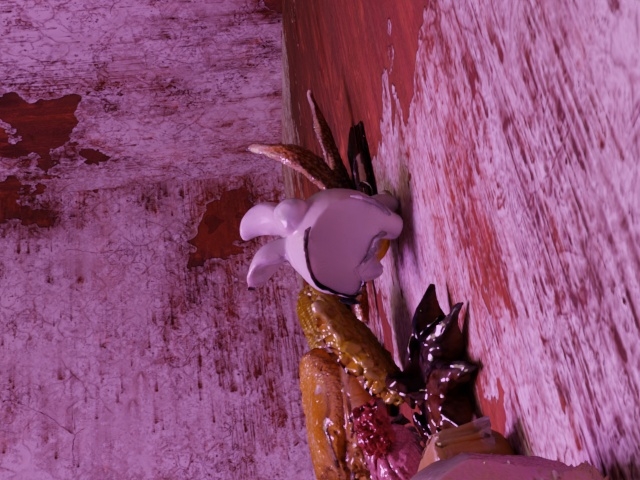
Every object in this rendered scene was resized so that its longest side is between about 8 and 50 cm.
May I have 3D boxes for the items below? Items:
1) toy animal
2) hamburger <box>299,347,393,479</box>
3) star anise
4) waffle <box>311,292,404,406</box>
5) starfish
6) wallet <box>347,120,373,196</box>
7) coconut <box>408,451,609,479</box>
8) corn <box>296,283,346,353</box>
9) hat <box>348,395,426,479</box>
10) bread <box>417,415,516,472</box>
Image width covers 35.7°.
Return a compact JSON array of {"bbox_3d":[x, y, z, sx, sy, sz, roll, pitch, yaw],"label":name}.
[{"bbox_3d":[0.006,0.003,1.677,0.310,0.247,0.183,-169,81,-76],"label":"toy animal"},{"bbox_3d":[0.057,0.363,1.985,0.290,0.170,0.314,87,173,-48],"label":"hamburger"},{"bbox_3d":[0.143,0.192,1.347,0.272,0.102,0.272,175,90,-81],"label":"star anise"},{"bbox_3d":[0.072,0.183,1.717,0.243,0.058,0.238,50,-170,13],"label":"waffle"},{"bbox_3d":[0.014,-0.085,2.043,0.398,0.132,0.384,52,-162,-31],"label":"starfish"},{"bbox_3d":[0.081,-0.111,1.951,0.122,0.031,0.232,88,175,-57],"label":"wallet"},{"bbox_3d":[0.157,0.288,0.825,0.245,0.233,0.233,109,154,-75],"label":"coconut"},{"bbox_3d":[0.016,0.202,2.442,0.347,0.130,0.130,-115,20,-64],"label":"corn"},{"bbox_3d":[0.133,0.357,1.548,0.286,0.107,0.237,61,-177,-23],"label":"hat"},{"bbox_3d":[0.171,0.314,1.175,0.241,0.107,0.136,94,171,-56],"label":"bread"}]
